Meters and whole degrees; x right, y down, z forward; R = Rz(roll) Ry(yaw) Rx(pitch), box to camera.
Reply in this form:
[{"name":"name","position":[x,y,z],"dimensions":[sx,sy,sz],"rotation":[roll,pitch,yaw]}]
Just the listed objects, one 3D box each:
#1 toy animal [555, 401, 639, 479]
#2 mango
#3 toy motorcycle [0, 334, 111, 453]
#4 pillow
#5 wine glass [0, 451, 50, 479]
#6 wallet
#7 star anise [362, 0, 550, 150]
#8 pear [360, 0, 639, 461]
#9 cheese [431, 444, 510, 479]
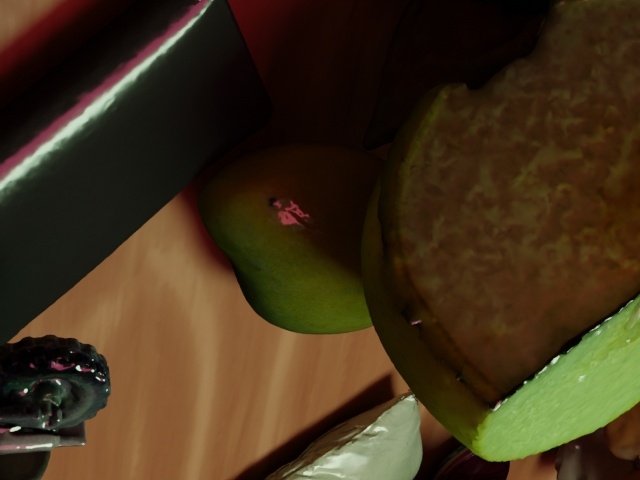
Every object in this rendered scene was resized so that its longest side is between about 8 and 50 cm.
[{"name":"toy animal","position":[0.334,0.199,1.586],"dimensions":[0.281,0.169,0.195],"rotation":[0,84,-45]},{"name":"mango","position":[0.004,0.000,1.032],"dimensions":[0.122,0.086,0.191],"rotation":[-11,158,7]},{"name":"toy motorcycle","position":[-0.214,0.089,0.862],"dimensions":[0.213,0.082,0.122],"rotation":[0,151,-15]},{"name":"pillow","position":[-0.010,0.204,1.297],"dimensions":[0.229,0.051,0.128],"rotation":[-33,148,-22]},{"name":"wine glass","position":[-0.225,0.193,0.993],"dimensions":[0.103,0.103,0.222],"rotation":[-12,133,-41]},{"name":"wallet","position":[-0.137,-0.031,0.904],"dimensions":[0.250,0.044,0.149],"rotation":[-41,152,-7]},{"name":"star anise","position":[0.134,-0.169,0.995],"dimensions":[0.315,0.108,0.315],"rotation":[-37,153,-23]},{"name":"pear","position":[0.150,-0.002,0.979],"dimensions":[0.292,0.159,0.292],"rotation":[-32,155,-17]},{"name":"cheese","position":[0.118,0.214,1.466],"dimensions":[0.095,0.038,0.145],"rotation":[-10,140,-41]}]
